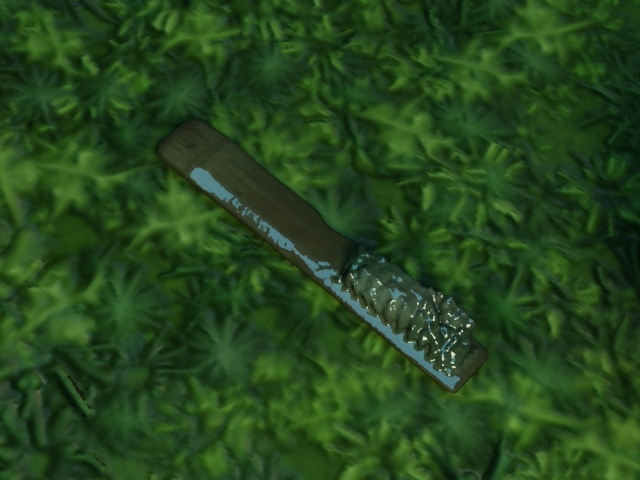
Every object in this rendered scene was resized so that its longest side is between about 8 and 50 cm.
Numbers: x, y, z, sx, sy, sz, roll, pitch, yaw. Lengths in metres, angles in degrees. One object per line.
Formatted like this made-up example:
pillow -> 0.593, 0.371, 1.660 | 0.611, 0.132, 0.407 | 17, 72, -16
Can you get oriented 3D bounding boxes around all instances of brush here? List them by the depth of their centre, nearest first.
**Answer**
brush -> 0.000, 0.000, 0.744 | 0.190, 0.027, 0.034 | 39, 57, 17
